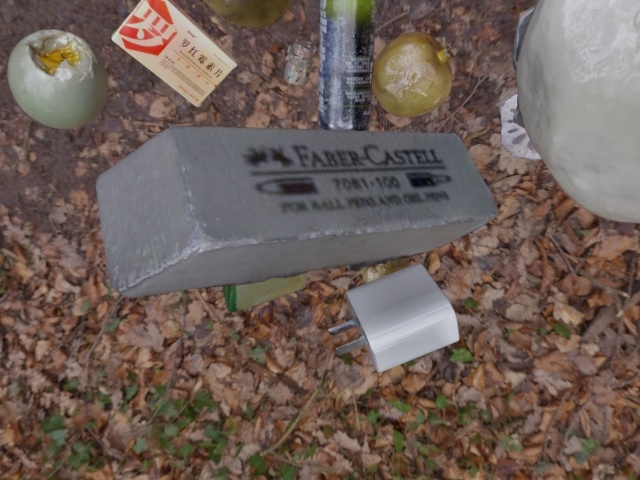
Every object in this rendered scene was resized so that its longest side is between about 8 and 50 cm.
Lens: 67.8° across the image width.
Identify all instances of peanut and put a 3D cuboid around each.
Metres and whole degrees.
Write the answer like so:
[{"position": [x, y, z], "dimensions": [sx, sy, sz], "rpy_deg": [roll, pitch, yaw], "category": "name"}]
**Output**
[{"position": [0.194, 0.074, 1.444], "dimensions": [0.110, 0.236, 0.120], "rpy_deg": [51, 123, 6], "category": "peanut"}]

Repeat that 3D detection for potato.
[{"position": [-0.174, -0.647, 1.192], "dimensions": [0.239, 0.299, 0.116], "rpy_deg": [-50, 49, 25], "category": "potato"}]

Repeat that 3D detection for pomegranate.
[{"position": [0.342, -0.611, 1.745], "dimensions": [0.318, 0.319, 0.320], "rpy_deg": [1, 97, 9], "category": "pomegranate"}]

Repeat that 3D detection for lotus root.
[{"position": [0.750, -0.397, 1.659], "dimensions": [0.272, 0.192, 0.272], "rpy_deg": [0, 92, 18], "category": "lotus root"}]

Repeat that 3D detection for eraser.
[{"position": [-0.002, -0.035, 0.423], "dimensions": [0.352, 0.077, 0.112], "rpy_deg": [-6, 66, -30], "category": "eraser"}]

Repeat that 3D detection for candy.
[{"position": [0.409, -0.189, 0.506], "dimensions": [0.426, 0.186, 0.386], "rpy_deg": [28, 123, -27], "category": "candy"}]

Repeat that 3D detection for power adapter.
[{"position": [0.143, 0.173, 1.032], "dimensions": [0.255, 0.187, 0.124], "rpy_deg": [-20, 126, -3], "category": "power adapter"}]

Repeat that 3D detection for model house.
[{"position": [-0.249, 0.003, 1.786], "dimensions": [0.334, 0.382, 0.343], "rpy_deg": [-17, 55, -18], "category": "model house"}]

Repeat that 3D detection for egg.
[{"position": [-0.831, -0.496, 1.520], "dimensions": [0.278, 0.278, 0.336], "rpy_deg": [56, 145, -1], "category": "egg"}]

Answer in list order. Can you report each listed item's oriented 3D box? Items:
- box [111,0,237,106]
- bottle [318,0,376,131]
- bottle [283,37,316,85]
[{"position": [-0.128, -0.170, 0.426], "dimensions": [0.058, 0.015, 0.093], "rpy_deg": [-42, 130, 16], "category": "box"}, {"position": [0.042, -0.262, 0.809], "dimensions": [0.093, 0.093, 0.330], "rpy_deg": [4, 113, 8], "category": "bottle"}, {"position": [-0.070, -0.617, 1.627], "dimensions": [0.098, 0.099, 0.152], "rpy_deg": [28, 139, 4], "category": "bottle"}]
